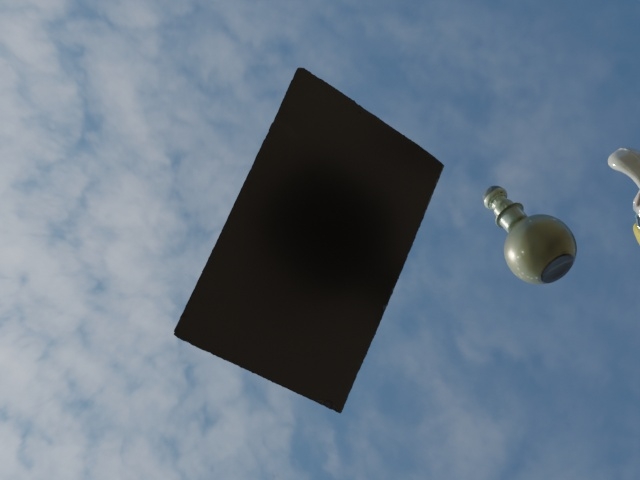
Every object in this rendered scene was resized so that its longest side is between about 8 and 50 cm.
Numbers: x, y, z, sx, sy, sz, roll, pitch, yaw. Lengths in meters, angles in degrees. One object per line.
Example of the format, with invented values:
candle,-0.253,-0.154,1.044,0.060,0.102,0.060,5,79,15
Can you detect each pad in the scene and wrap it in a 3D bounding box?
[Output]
pad,0.000,0.000,0.644,0.163,0.004,0.243,30,-106,-23

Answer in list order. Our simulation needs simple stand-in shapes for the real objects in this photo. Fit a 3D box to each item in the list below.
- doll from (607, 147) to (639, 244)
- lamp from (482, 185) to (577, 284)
doll,0.582,-0.032,1.297,0.111,0.237,0.252,-23,-80,-5
lamp,0.266,-0.017,1.039,0.090,0.091,0.163,-23,-130,-10
